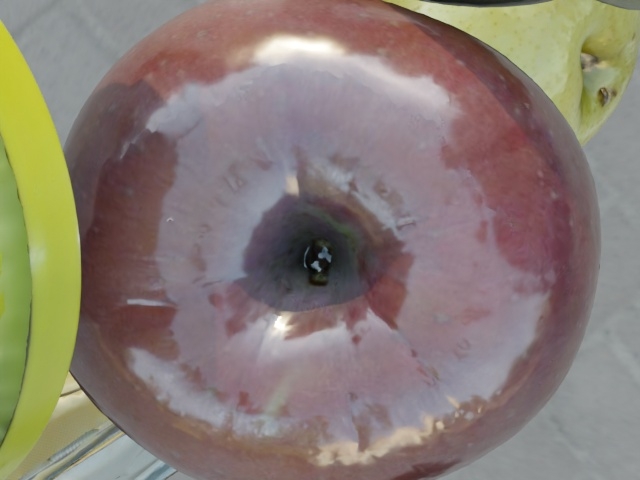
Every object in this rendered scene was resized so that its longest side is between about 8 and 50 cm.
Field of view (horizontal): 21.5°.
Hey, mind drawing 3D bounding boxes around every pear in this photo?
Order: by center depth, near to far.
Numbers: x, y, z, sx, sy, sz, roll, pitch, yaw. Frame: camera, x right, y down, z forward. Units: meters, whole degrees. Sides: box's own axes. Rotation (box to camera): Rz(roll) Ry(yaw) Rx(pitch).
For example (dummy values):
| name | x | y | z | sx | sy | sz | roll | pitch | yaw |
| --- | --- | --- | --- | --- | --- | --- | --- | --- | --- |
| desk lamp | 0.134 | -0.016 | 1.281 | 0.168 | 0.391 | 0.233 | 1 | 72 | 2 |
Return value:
| name | x | y | z | sx | sy | sz | roll | pitch | yaw |
| --- | --- | --- | --- | --- | --- | --- | --- | --- | --- |
| pear | 0.154 | -0.206 | 1.645 | 0.309 | 0.309 | 0.309 | 0 | 91 | -11 |

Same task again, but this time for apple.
| name | x | y | z | sx | sy | sz | roll | pitch | yaw |
| --- | --- | --- | --- | --- | --- | --- | --- | --- | --- |
| apple | 0.000 | 0.000 | 0.930 | 0.306 | 0.235 | 0.305 | 0 | 95 | -1 |

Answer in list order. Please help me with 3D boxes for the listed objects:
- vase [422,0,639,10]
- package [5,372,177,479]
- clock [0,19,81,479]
| name | x | y | z | sx | sy | sz | roll | pitch | yaw |
| --- | --- | --- | --- | --- | --- | --- | --- | --- | --- |
| vase | 0.126 | -0.260 | 0.901 | 0.329 | 0.241 | 0.302 | -35 | 118 | 13 |
| package | -0.242 | 0.152 | 1.515 | 0.311 | 0.165 | 0.221 | -33 | 82 | -9 |
| clock | -0.214 | -0.006 | 0.716 | 0.277 | 0.071 | 0.293 | 17 | 113 | 26 |
